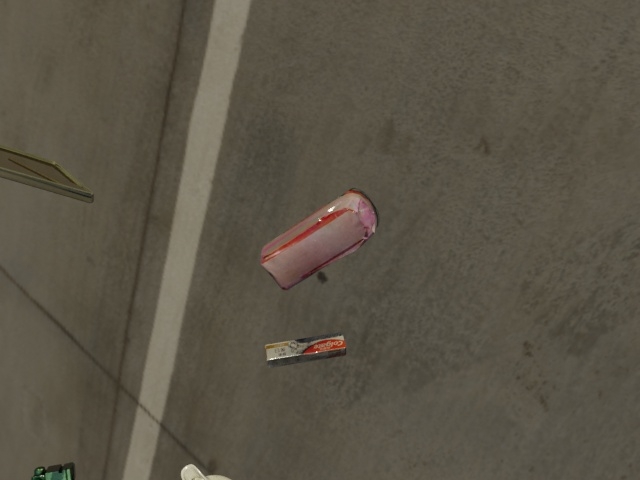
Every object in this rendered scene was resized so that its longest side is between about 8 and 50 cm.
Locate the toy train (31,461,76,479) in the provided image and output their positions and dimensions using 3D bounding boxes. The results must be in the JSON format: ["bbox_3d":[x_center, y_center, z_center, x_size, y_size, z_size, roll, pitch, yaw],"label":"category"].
[{"bbox_3d":[-0.648,0.630,1.641,0.071,0.111,0.170,-173,77,-78],"label":"toy train"}]

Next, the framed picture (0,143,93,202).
[{"bbox_3d":[-0.527,-0.136,1.201,0.260,0.189,0.023,31,99,49],"label":"framed picture"}]

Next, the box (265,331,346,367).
[{"bbox_3d":[-0.040,0.298,1.839,0.039,0.218,0.055,85,175,-48],"label":"box"}]

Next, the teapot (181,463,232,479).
[{"bbox_3d":[-0.309,0.808,1.976,0.300,0.208,0.165,44,150,40],"label":"teapot"}]

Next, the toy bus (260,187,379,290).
[{"bbox_3d":[0.000,0.000,1.651,0.303,0.147,0.127,-32,101,16],"label":"toy bus"}]
